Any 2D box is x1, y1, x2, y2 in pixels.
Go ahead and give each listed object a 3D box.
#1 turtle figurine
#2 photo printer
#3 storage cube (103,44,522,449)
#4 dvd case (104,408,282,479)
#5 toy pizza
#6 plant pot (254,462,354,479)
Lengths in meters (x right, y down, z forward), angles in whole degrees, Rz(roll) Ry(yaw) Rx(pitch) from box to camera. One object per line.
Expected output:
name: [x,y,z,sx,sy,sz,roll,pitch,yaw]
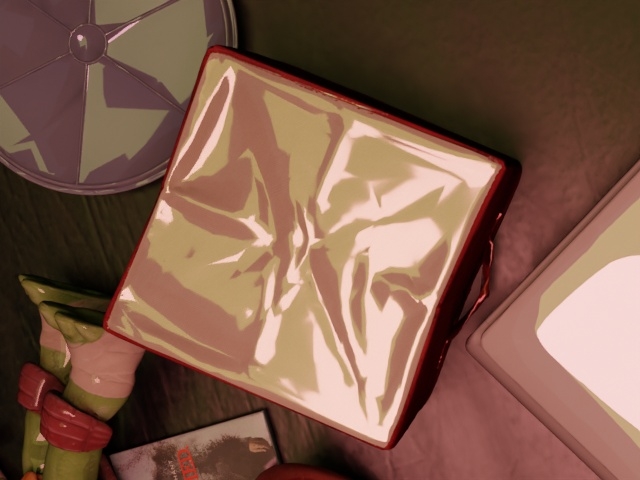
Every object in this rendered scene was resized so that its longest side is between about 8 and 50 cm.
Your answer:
turtle figurine: [-0.221,0.155,1.158,0.274,0.198,0.266,18,95,11]
photo printer: [0.283,0.079,1.122,0.307,0.107,0.256,44,98,5]
storage cube: [0.000,0.000,1.122,0.215,0.193,0.184,23,96,7]
dvd case: [-0.081,0.171,1.232,0.119,0.013,0.087,-16,90,11]
toy pizza: [-0.151,-0.131,1.222,0.201,0.032,0.201,0,93,10]
plant pot: [-0.021,0.326,1.116,0.272,0.272,0.265,43,105,5]
